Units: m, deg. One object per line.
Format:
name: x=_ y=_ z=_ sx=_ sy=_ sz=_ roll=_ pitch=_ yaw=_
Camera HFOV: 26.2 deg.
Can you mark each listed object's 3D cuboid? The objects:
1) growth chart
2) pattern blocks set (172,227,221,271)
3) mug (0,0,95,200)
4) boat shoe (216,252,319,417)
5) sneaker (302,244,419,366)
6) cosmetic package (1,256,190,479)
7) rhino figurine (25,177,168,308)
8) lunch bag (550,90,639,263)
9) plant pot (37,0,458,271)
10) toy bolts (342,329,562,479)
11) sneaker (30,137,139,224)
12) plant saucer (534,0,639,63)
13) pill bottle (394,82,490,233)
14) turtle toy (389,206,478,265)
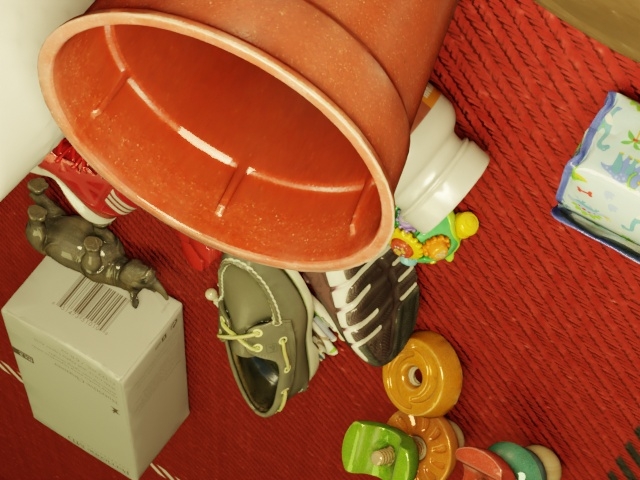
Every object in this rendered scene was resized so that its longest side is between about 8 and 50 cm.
growth chart: x=-0.052 y=0.096 z=1.737 sx=0.172 sy=0.021 sz=0.237 roll=43 pitch=153 yaw=-11
pattern blocks set: x=-0.162 y=-0.118 z=1.466 sx=0.285 sy=0.026 sz=0.325 roll=54 pitch=156 yaw=6
mug: x=-0.296 y=-0.226 z=1.204 sx=0.276 sy=0.328 sz=0.374 roll=48 pitch=152 yaw=-18
boat shoe: x=-0.070 y=0.107 z=1.648 sx=0.109 sy=0.091 sz=0.305 roll=24 pitch=151 yaw=24
sneaker: x=0.000 y=0.000 z=1.462 sx=0.162 sy=0.106 sz=0.281 roll=19 pitch=139 yaw=45
cosmetic package: x=-0.325 y=0.185 z=2.054 sx=0.217 sy=0.156 sz=0.385 roll=29 pitch=150 yaw=15
rhino figurine: x=-0.302 y=0.015 z=1.859 sx=0.243 sy=0.073 sz=0.106 roll=30 pitch=148 yaw=13
lunch bag: x=0.257 y=-0.032 z=1.098 sx=0.129 sy=0.096 sz=0.151 roll=30 pitch=166 yaw=11
plant pot: x=-0.022 y=-0.162 z=1.011 sx=0.272 sy=0.265 sz=0.272 roll=21 pitch=151 yaw=12
toy bolts: x=0.173 y=0.221 z=1.588 sx=0.228 sy=0.158 sz=0.218 roll=30 pitch=113 yaw=37
sneaker: x=-0.295 y=-0.113 z=1.668 sx=0.221 sy=0.087 sz=0.128 roll=39 pitch=147 yaw=-29
plant saucer: x=0.194 y=-0.166 z=0.880 sx=0.278 sy=0.041 sz=0.278 roll=31 pitch=-178 yaw=-1
pill bottle: x=0.039 y=-0.109 z=1.205 sx=0.216 sy=0.121 sz=0.121 roll=40 pitch=153 yaw=-5
turtle toy: x=0.084 y=-0.023 z=1.339 sx=0.130 sy=0.066 sz=0.095 roll=46 pitch=152 yaw=-15
